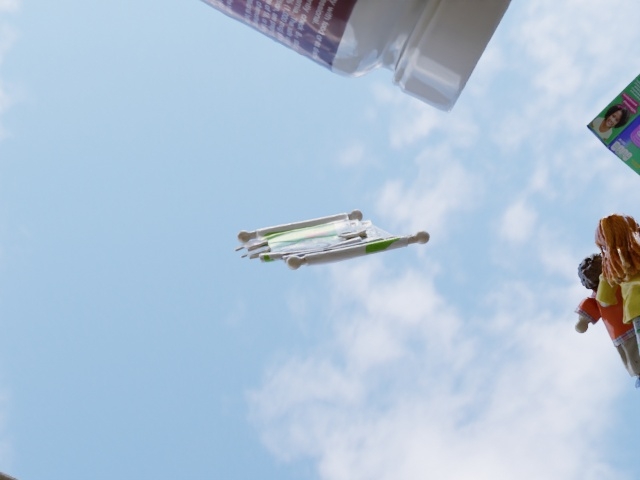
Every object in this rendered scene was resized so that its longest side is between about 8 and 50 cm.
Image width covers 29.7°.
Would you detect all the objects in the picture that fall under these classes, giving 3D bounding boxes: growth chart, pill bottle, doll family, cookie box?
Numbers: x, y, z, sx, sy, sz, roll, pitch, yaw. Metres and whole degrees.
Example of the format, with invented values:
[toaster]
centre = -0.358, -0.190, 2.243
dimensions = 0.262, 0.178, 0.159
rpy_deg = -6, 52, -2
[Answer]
[growth chart]
centre = 0.000, 0.000, 1.314
dimensions = 0.172, 0.237, 0.021
rpy_deg = -12, -79, -14
[pill bottle]
centre = -0.003, -0.296, 1.162
dimensions = 0.392, 0.224, 0.224
rpy_deg = 29, -107, 2
[doll family]
centre = 0.353, 0.016, 1.125
dimensions = 0.263, 0.118, 0.163
rpy_deg = -27, -105, 7
[cookie box]
centre = 0.310, -0.113, 1.092
dimensions = 0.107, 0.092, 0.040
rpy_deg = -47, -136, 15

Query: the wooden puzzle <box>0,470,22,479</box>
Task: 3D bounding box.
[wooden puzzle]
centre = -0.171, 0.159, 0.584
dimensions = 0.239, 0.221, 0.044
rpy_deg = 29, -126, -36
